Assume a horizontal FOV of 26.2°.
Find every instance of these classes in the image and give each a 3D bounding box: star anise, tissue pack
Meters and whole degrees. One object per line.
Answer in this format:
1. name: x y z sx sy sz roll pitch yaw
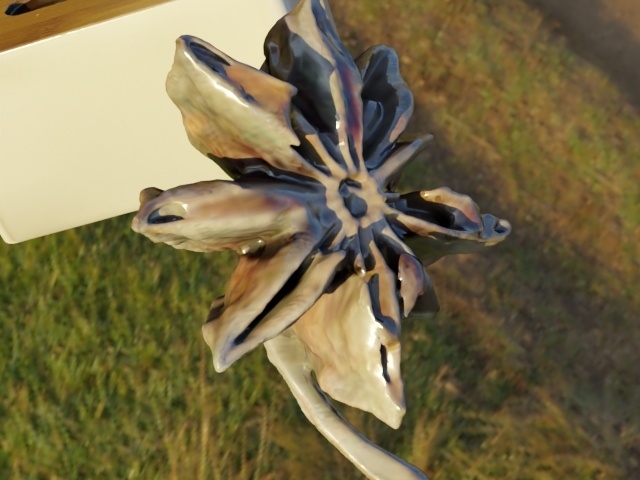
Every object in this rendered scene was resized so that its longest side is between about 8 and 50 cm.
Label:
1. star anise: 0.000 0.001 0.639 0.209 0.089 0.231 15 74 -33
2. tissue pack: -0.119 -0.116 0.924 0.246 0.136 0.159 -14 31 12
